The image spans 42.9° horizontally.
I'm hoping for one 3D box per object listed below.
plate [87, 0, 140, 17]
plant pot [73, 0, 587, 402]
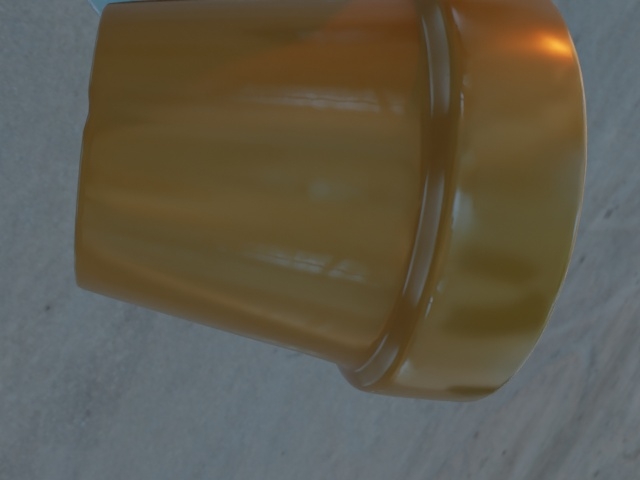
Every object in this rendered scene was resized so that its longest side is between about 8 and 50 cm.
[{"bbox_3d":[-0.142,-0.272,0.753,0.188,0.024,0.188,-15,117,-31],"label":"plate"},{"bbox_3d":[-0.013,-0.033,0.386,0.205,0.188,0.205,-173,-90,-77],"label":"plant pot"}]
